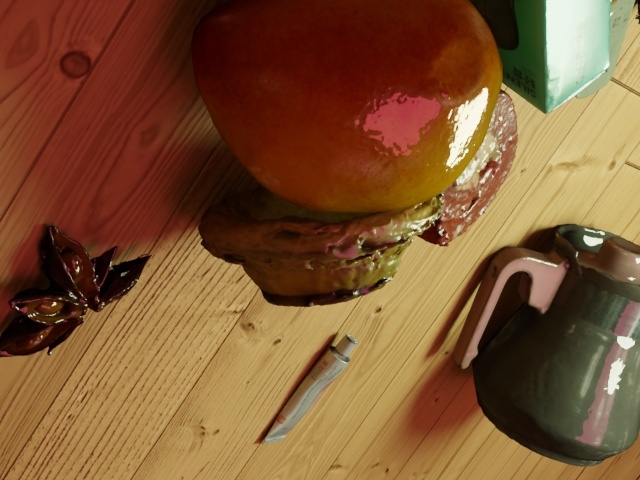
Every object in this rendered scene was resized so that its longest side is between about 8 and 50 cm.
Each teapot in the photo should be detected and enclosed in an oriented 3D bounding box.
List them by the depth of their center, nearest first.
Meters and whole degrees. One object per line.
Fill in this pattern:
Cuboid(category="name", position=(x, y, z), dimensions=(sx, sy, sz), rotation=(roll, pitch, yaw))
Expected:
Cuboid(category="teapot", position=(0.412, 0.158, 2.473), dimensions=(0.376, 0.305, 0.361), rotation=(14, 108, -25))

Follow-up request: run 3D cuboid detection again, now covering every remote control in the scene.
Cuboid(category="remote control", position=(0.413, -0.336, 2.096), dimensions=(0.090, 0.038, 0.309), rotation=(-27, 143, -32))

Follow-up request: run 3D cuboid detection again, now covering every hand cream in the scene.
Cuboid(category="hand cream", position=(-0.012, 0.226, 2.214), dimensions=(0.052, 0.038, 0.216), rotation=(25, 112, -34))

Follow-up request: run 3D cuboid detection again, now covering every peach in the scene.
Cuboid(category="peach", position=(0.029, -0.168, 1.552), dimensions=(0.289, 0.289, 0.308), rotation=(-55, 146, 12))

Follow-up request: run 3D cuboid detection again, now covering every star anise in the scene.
Cuboid(category="star anise", position=(-0.288, 0.055, 1.639), dimensions=(0.212, 0.053, 0.157), rotation=(-40, 149, -10))

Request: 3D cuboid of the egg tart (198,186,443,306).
Cuboid(category="egg tart", position=(0.000, 0.000, 1.721), dimensions=(0.294, 0.294, 0.123), rotation=(-19, 108, -40))

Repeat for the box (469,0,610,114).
Cuboid(category="box", position=(0.231, -0.319, 1.720), dimensions=(0.118, 0.205, 0.311), rotation=(-37, 148, -15))

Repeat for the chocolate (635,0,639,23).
Cuboid(category="chocolate", position=(0.501, -0.407, 2.047), dimensions=(0.102, 0.065, 0.329), rotation=(-7, 156, 1))

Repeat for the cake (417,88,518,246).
Cuboid(category="cake", position=(0.149, -0.124, 1.904), dimensions=(0.177, 0.151, 0.283), rotation=(-49, 152, -22))
